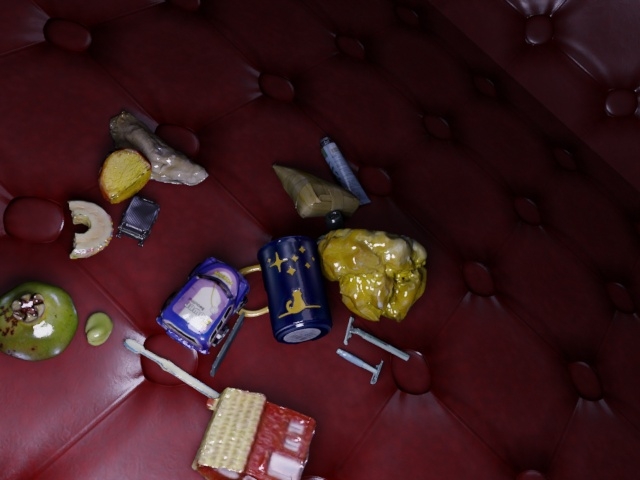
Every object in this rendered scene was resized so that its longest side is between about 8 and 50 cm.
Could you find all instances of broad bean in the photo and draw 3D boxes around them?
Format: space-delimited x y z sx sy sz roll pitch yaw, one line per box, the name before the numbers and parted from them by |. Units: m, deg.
broad bean | -0.529 0.209 1.408 0.063 0.045 0.083 6 48 -11

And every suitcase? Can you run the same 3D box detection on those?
suitcase | -0.492 -0.055 1.596 0.086 0.059 0.126 24 49 -13

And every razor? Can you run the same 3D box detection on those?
razor | 0.170 0.300 1.725 0.211 0.036 0.084 25 53 -10
razor | 0.106 0.342 1.664 0.135 0.040 0.068 29 49 -2

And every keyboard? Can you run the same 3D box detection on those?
keyboard | -0.237 0.265 1.517 0.014 0.055 0.176 25 50 2

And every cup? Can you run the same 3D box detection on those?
cup | -0.105 0.155 1.628 0.178 0.255 0.256 35 38 -56

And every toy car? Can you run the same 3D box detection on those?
toy car | -0.286 0.154 1.477 0.172 0.158 0.235 35 72 -2

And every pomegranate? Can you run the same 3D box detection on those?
pomegranate | -0.612 0.169 1.287 0.179 0.210 0.179 26 53 -41

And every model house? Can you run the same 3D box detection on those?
model house | -0.166 0.468 1.353 0.254 0.160 0.196 26 50 -8

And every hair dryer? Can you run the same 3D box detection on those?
hair dryer | 0.000 0.000 1.811 0.197 0.100 0.057 -39 41 -25

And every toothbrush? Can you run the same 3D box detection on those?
toothbrush | -0.350 0.321 1.436 0.294 0.028 0.026 32 51 -6

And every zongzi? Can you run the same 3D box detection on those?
zongzi | -0.020 -0.167 1.916 0.228 0.115 0.256 1 35 -42

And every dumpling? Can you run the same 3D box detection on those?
dumpling | -0.494 -0.262 1.721 0.332 0.086 0.166 34 47 2

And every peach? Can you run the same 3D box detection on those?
peach | -0.543 -0.172 1.625 0.127 0.092 0.172 23 69 -11

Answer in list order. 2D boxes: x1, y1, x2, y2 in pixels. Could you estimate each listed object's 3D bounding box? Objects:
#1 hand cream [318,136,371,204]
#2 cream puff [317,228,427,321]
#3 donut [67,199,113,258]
hand cream | 0.076 -0.235 2.027 0.091 0.058 0.271 -16 71 -48
cream puff | 0.143 0.103 1.708 0.324 0.291 0.257 14 77 -51
donut | -0.591 -0.027 1.518 0.108 0.065 0.166 -1 59 -29
